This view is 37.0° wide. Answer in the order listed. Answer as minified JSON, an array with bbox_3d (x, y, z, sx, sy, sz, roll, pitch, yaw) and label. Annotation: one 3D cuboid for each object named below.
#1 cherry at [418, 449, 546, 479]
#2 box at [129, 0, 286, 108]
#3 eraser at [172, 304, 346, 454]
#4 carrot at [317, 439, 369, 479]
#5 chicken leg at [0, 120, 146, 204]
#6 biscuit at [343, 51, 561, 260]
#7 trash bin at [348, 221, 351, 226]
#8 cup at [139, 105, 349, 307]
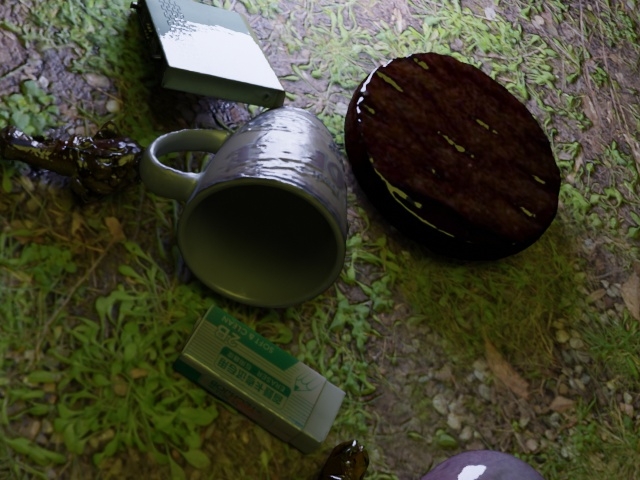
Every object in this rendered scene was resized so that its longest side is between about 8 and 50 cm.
[{"bbox_3d":[0.200,0.391,1.225,0.239,0.206,0.239,14,65,-32],"label":"cherry"},{"bbox_3d":[-0.179,-0.296,1.474,0.211,0.045,0.270,7,35,-27],"label":"box"},{"bbox_3d":[-0.082,0.186,1.290,0.225,0.052,0.095,35,49,-7],"label":"eraser"},{"bbox_3d":[0.006,0.362,1.225,0.069,0.069,0.228,33,49,-8],"label":"carrot"},{"bbox_3d":[-0.337,-0.109,1.319,0.196,0.080,0.125,-8,56,-25],"label":"chicken leg"},{"bbox_3d":[0.224,-0.142,1.645,0.408,0.091,0.407,13,58,-21],"label":"biscuit"},{"bbox_3d":[0.000,0.000,1.457,0.061,0.043,0.092,32,52,-9],"label":"trash bin"},{"bbox_3d":[-0.102,-0.080,1.353,0.301,0.227,0.257,22,37,-10],"label":"cup"}]
